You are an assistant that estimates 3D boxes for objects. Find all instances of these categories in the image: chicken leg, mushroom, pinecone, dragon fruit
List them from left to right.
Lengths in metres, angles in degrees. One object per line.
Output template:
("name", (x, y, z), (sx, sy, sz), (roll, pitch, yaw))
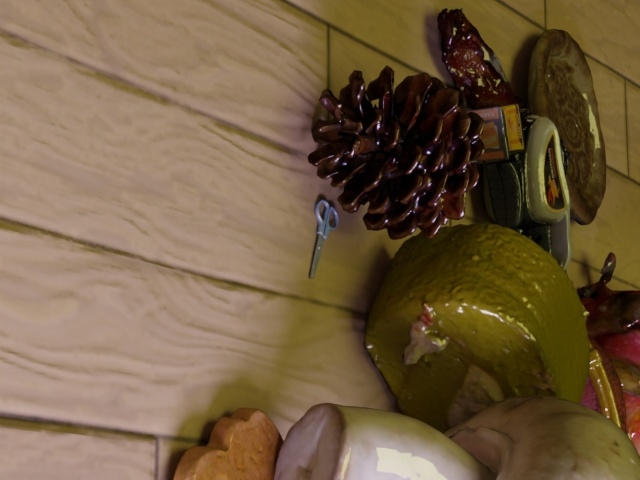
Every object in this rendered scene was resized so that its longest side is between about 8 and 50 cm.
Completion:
("pinecone", (0.064, -0.090, 1.612), (0.165, 0.163, 0.163), (26, 61, -35))
("mushroom", (0.142, 0.285, 1.503), (0.356, 0.315, 0.315), (-7, 90, -54))
("chicken leg", (0.182, -0.189, 1.913), (0.093, 0.053, 0.205), (-89, 156, -43))
("dragon fruit", (0.446, 0.185, 2.041), (0.296, 0.263, 0.314), (-43, 119, -51))

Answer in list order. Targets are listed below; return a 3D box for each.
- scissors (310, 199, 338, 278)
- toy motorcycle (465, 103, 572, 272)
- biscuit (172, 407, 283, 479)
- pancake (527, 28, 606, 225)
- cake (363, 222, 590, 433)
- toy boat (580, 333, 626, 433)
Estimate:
("scissors", (0.000, 0.000, 1.620), (0.036, 0.006, 0.083), (44, 49, -42))
("toy motorcycle", (0.222, -0.021, 1.897), (0.157, 0.091, 0.263), (-13, 97, -55))
("biscuit", (-0.086, 0.245, 1.409), (0.144, 0.040, 0.236), (62, 35, -41))
("pancake", (0.305, -0.135, 2.086), (0.250, 0.031, 0.250), (35, 50, -56))
("cake", (0.168, 0.117, 1.698), (0.260, 0.179, 0.156), (59, 40, -30))
("toy boat", (0.285, 0.226, 1.896), (0.099, 0.141, 0.318), (-5, 97, -28))
